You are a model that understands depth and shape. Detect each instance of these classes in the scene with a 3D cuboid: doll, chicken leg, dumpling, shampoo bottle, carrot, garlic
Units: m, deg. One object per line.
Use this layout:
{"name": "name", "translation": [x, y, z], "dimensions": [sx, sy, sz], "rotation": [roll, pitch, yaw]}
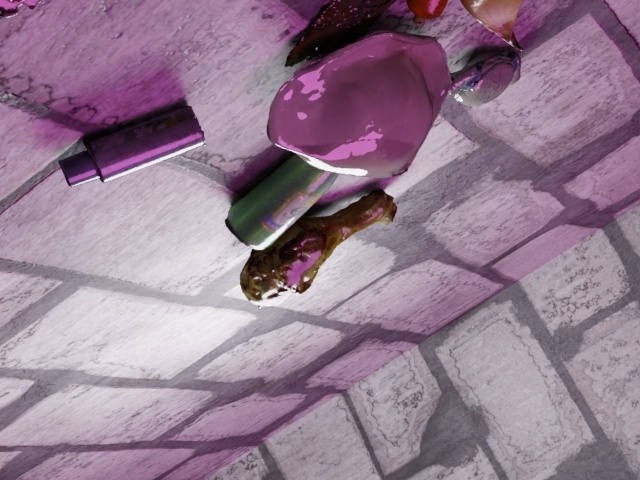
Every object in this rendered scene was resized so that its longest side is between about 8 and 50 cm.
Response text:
{"name": "doll", "translation": [0.292, -0.289, 2.054], "dimensions": [0.214, 0.072, 0.103], "rotation": [-15, 158, -39]}
{"name": "chicken leg", "translation": [-0.010, -0.003, 2.287], "dimensions": [0.361, 0.140, 0.211], "rotation": [-37, -179, -4]}
{"name": "dumpling", "translation": [0.078, -0.225, 1.831], "dimensions": [0.341, 0.181, 0.260], "rotation": [19, 114, -25]}
{"name": "shampoo bottle", "translation": [-0.280, -0.136, 1.710], "dimensions": [0.214, 0.072, 0.072], "rotation": [-22, 159, -14]}
{"name": "carrot", "translation": [0.184, -0.416, 1.662], "dimensions": [0.061, 0.061, 0.257], "rotation": [-14, 146, -32]}
{"name": "garlic", "translation": [0.272, -0.394, 1.736], "dimensions": [0.207, 0.128, 0.115], "rotation": [74, 35, -72]}

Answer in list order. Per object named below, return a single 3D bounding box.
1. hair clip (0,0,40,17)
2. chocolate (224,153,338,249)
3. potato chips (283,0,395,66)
{"name": "hair clip", "translation": [-0.344, -0.321, 1.182], "dimensions": [0.173, 0.069, 0.300], "rotation": [-26, 170, 0]}
{"name": "chocolate", "translation": [-0.038, -0.103, 2.055], "dimensions": [0.291, 0.110, 0.110], "rotation": [-40, 156, 25]}
{"name": "potato chips", "translation": [0.033, -0.324, 1.717], "dimensions": [0.209, 0.026, 0.142], "rotation": [-26, 157, -5]}
